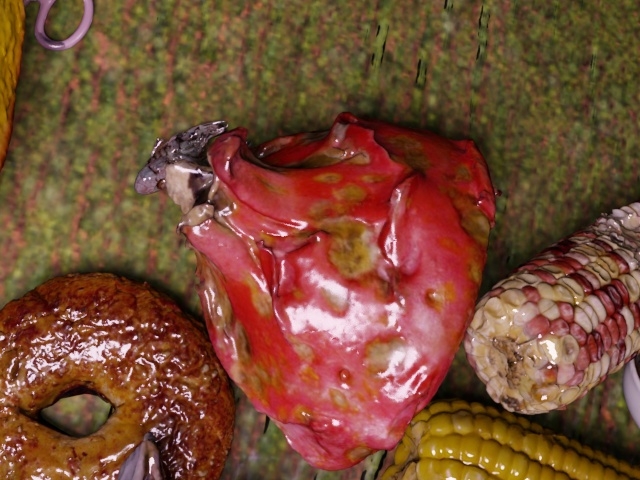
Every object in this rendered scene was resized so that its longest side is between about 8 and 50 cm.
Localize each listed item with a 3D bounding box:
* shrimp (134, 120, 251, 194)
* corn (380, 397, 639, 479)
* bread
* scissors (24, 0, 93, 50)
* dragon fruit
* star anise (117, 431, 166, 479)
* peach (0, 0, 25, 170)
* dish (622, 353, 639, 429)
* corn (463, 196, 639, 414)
[{"bbox_3d":[-0.097,-0.063,0.935,0.092,0.029,0.038,-21,71,-23],"label":"shrimp"},{"bbox_3d":[0.206,0.211,0.872,0.344,0.131,0.131,20,71,-7],"label":"corn"},{"bbox_3d":[-0.144,0.112,0.853,0.193,0.064,0.193,3,74,-9],"label":"bread"},{"bbox_3d":[-0.187,-0.226,0.962,0.085,0.022,0.176,23,73,-2],"label":"scissors"},{"bbox_3d":[0.000,0.000,0.852,0.211,0.134,0.262,21,66,-20],"label":"dragon fruit"},{"bbox_3d":[-0.130,0.220,0.783,0.236,0.093,0.229,-38,123,9],"label":"star anise"},{"bbox_3d":[-0.351,-0.106,0.778,0.380,0.242,0.306,-23,59,-5],"label":"peach"},{"bbox_3d":[0.267,0.143,0.941,0.141,0.078,0.141,21,33,-14],"label":"dish"},{"bbox_3d":[0.214,0.030,0.912,0.290,0.098,0.098,-26,81,-37],"label":"corn"}]
